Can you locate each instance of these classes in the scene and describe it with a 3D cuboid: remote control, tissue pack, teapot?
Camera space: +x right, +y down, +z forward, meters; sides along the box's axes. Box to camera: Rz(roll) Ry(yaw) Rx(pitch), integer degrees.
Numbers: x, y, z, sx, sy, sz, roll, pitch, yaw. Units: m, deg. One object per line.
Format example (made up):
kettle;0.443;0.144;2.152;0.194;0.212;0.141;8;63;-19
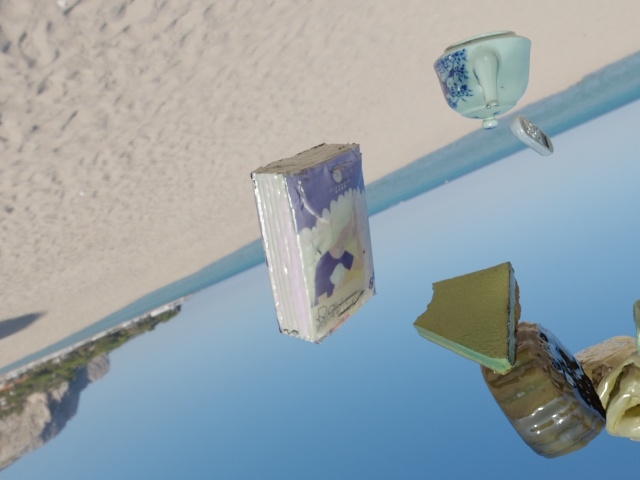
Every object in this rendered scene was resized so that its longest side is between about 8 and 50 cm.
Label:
remote control;0.699;-0.343;1.683;0.244;0.087;0.047;16;146;-40
tissue pack;0.000;0.000;1.006;0.125;0.344;0.242;8;-154;35
teapot;0.278;-0.259;0.860;0.158;0.159;0.232;-23;180;18

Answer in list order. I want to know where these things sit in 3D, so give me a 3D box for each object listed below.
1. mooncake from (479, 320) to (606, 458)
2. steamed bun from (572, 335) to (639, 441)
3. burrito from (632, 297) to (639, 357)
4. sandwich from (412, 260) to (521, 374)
mooncake;0.494;0.324;1.140;0.161;0.290;0.290;-40;174;23
steamed bun;0.802;0.376;1.324;0.324;0.231;0.372;-21;168;-12
burrito;0.388;0.144;0.499;0.089;0.143;0.229;-66;172;24
sandwich;0.280;0.166;0.998;0.212;0.063;0.245;-21;-152;35
